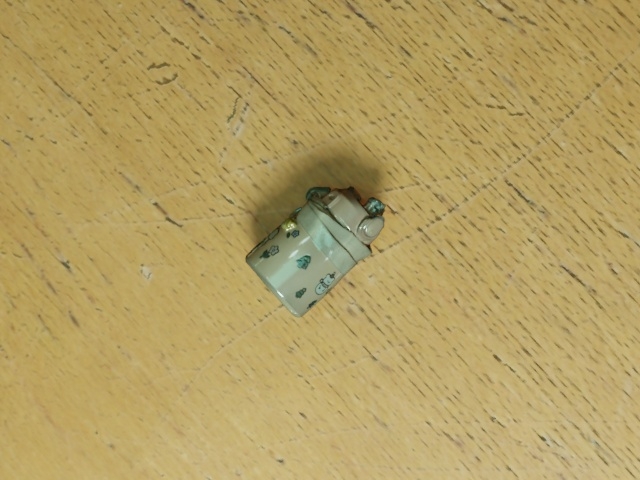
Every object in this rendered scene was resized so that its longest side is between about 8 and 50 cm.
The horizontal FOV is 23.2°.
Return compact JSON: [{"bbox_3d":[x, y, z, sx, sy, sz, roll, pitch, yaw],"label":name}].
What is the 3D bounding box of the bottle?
[{"bbox_3d":[0.001,0.001,1.667,0.152,0.099,0.099,-44,80,-1],"label":"bottle"}]
